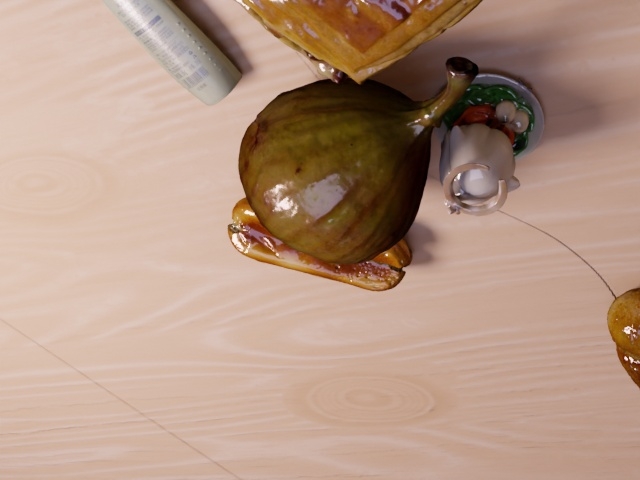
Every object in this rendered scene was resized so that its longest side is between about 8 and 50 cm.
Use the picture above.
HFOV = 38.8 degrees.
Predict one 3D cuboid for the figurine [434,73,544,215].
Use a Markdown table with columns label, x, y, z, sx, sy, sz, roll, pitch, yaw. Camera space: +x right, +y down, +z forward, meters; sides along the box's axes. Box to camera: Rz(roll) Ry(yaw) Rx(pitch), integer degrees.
| label | x | y | z | sx | sy | sz | roll | pitch | yaw |
| --- | --- | --- | --- | --- | --- | --- | --- | --- | --- |
| figurine | 0.177 | -0.095 | 0.998 | 0.132 | 0.153 | 0.132 | 10 | 133 | 11 |

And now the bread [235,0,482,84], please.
| label | x | y | z | sx | sy | sz | roll | pitch | yaw |
| --- | --- | --- | --- | --- | --- | --- | --- | --- | --- |
| bread | 0.041 | -0.323 | 0.827 | 0.277 | 0.167 | 0.324 | 40 | 135 | -16 |

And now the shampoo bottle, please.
| label | x | y | z | sx | sy | sz | roll | pitch | yaw |
| --- | --- | --- | --- | --- | --- | --- | --- | --- | --- |
| shampoo bottle | -0.183 | -0.248 | 1.061 | 0.072 | 0.049 | 0.212 | -21 | 122 | 38 |

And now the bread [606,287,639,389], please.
| label | x | y | z | sx | sy | sz | roll | pitch | yaw |
| --- | --- | --- | --- | --- | --- | --- | --- | --- | --- |
| bread | 0.484 | 0.192 | 1.203 | 0.124 | 0.084 | 0.344 | -17 | 124 | 32 |

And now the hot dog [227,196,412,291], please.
| label | x | y | z | sx | sy | sz | roll | pitch | yaw |
| --- | --- | --- | --- | --- | --- | --- | --- | --- | --- |
| hot dog | 0.000 | 0.000 | 1.212 | 0.250 | 0.068 | 0.100 | 16 | 124 | 2 |

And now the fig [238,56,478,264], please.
| label | x | y | z | sx | sy | sz | roll | pitch | yaw |
| --- | --- | --- | --- | --- | --- | --- | --- | --- | --- |
| fig | 0.057 | -0.097 | 0.972 | 0.217 | 0.217 | 0.321 | 40 | 145 | -18 |
